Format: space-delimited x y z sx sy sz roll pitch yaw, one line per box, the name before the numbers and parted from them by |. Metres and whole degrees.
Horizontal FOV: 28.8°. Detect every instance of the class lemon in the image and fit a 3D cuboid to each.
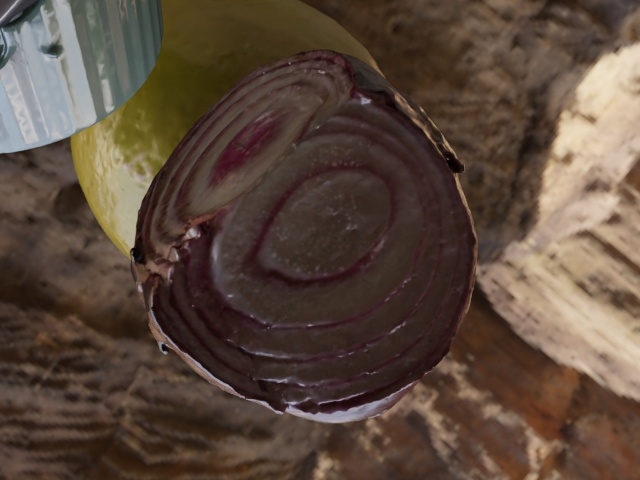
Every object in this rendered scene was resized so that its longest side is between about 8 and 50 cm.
lemon | -0.088 -0.099 1.275 0.348 0.348 0.348 34 -163 -12

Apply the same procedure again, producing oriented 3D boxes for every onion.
onion | 0.000 -0.001 0.847 0.206 0.216 0.207 48 -172 -24

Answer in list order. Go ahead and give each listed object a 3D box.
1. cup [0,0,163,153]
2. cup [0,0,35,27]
cup | -0.234 -0.282 0.921 0.401 0.392 0.310 13 -128 16
cup | -0.115 -0.135 0.391 0.221 0.167 0.202 3 -166 -4
